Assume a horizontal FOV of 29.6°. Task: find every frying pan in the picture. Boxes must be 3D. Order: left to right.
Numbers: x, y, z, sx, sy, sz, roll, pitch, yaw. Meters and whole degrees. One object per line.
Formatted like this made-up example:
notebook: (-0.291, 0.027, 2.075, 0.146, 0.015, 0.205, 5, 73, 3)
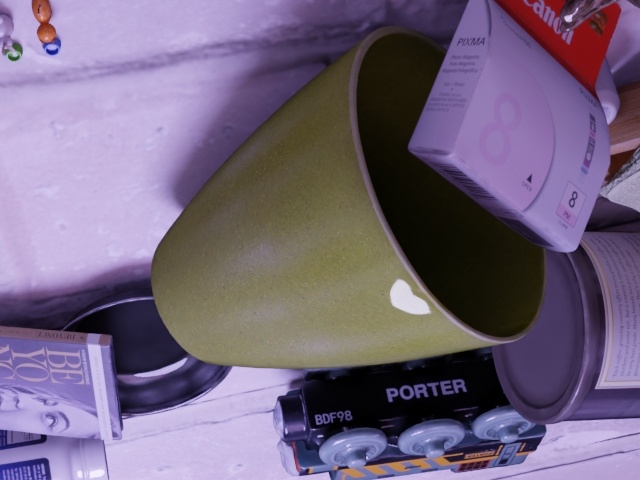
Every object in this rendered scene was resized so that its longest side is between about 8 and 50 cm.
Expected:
frying pan: (-0.134, 0.081, 1.229, 0.326, 0.053, 0.197, -34, 136, 19)

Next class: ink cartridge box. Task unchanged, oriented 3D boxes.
ink cartridge box: (0.181, -0.132, 0.985, 0.189, 0.066, 0.232, 31, 81, -41)

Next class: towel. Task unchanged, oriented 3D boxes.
towel: (0.327, -0.053, 1.092, 0.110, 0.027, 0.148, 15, 158, -6)

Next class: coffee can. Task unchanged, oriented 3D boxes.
coffee can: (0.347, 0.089, 1.281, 0.275, 0.201, 0.201, 1, 136, -19)

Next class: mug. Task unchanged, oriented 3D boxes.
mug: (0.236, -0.131, 1.106, 0.078, 0.064, 0.062, -23, 139, 9)

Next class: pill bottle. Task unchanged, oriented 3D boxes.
pill bottle: (-0.320, 0.249, 1.324, 0.169, 0.094, 0.094, -8, 138, -9)

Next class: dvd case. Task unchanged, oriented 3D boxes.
dvd case: (-0.315, 0.143, 1.222, 0.221, 0.018, 0.164, 4, 137, 0)

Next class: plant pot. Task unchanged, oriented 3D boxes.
plant pot: (0.000, 0.000, 1.059, 0.293, 0.275, 0.274, -24, 141, 33)

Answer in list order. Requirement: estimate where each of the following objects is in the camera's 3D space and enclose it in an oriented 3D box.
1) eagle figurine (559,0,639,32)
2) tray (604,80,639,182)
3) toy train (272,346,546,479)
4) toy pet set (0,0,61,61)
eagle figurine: (0.180, -0.273, 0.844, 0.225, 0.226, 0.298, -10, 148, 24)
tray: (0.445, -0.101, 1.041, 0.203, 0.076, 0.411, 29, 153, -32)
toy train: (0.108, 0.204, 1.391, 0.333, 0.142, 0.190, -7, 148, -10)
toy pet set: (-0.265, -0.158, 0.914, 0.122, 0.065, 0.114, -11, 139, -6)
